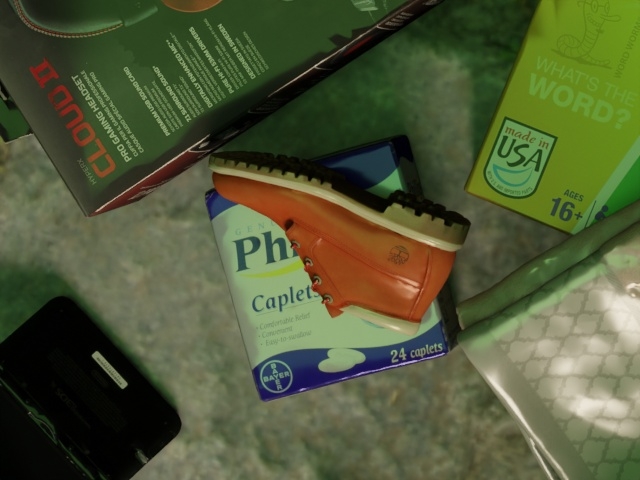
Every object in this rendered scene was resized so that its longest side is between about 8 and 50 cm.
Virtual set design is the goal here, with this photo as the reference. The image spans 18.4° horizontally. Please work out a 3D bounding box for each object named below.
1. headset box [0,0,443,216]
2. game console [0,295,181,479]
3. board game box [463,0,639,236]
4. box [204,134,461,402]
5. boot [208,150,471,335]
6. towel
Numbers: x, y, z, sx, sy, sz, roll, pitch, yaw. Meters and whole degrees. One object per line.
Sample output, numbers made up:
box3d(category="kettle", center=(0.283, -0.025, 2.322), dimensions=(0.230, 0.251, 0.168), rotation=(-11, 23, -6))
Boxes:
box3d(category="headset box", center=(-0.093, -0.167, 1.206), dimensions=(0.293, 0.110, 0.218), rotation=(-32, 90, 13))
box3d(category="game console", center=(-0.170, 0.117, 1.305), dimensions=(0.107, 0.071, 0.122), rotation=(-43, 87, -17))
box3d(category="board game box", center=(0.253, -0.131, 1.161), dimensions=(0.242, 0.064, 0.316), rotation=(22, 100, 9))
box3d(category="box", center=(0.008, 0.016, 1.225), dimensions=(0.126, 0.072, 0.137), rotation=(-15, 92, 12))
box3d(category="boot", center=(0.000, 0.000, 1.160), dimensions=(0.158, 0.059, 0.084), rotation=(22, 104, 7))
box3d(category="towel", center=(0.286, 0.096, 1.128), dimensions=(0.317, 0.053, 0.332), rotation=(-29, 112, 13))
